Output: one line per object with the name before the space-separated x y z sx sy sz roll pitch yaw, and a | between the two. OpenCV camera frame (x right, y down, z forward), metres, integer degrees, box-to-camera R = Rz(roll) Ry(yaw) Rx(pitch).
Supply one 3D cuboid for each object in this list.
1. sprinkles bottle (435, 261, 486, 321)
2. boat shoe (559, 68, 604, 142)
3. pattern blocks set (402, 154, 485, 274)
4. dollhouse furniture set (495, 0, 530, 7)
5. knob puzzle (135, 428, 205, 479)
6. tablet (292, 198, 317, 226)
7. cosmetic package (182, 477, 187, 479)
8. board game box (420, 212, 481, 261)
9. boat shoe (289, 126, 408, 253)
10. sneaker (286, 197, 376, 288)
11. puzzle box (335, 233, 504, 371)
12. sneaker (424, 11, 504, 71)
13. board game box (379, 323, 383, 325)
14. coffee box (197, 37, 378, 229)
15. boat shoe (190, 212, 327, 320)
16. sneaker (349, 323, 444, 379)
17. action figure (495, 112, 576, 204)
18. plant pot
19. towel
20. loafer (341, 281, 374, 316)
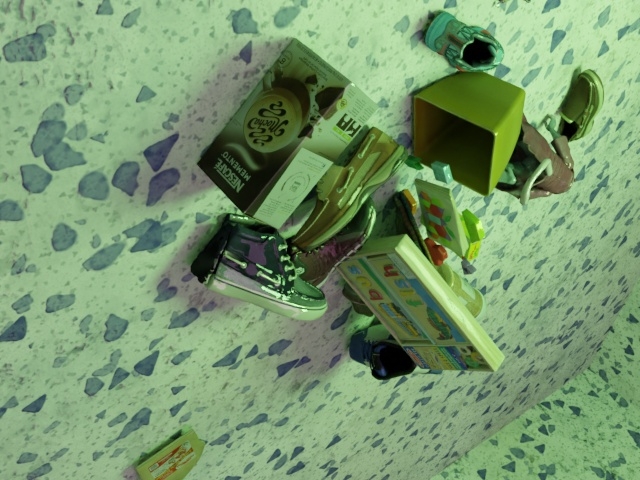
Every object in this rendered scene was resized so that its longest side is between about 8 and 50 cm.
sprinkles bottle | 0.405 0.164 2.408 0.121 0.121 0.355 -48 147 5
boat shoe | 0.721 -0.363 2.199 0.095 0.095 0.257 -31 146 -11
pattern blocks set | 0.286 -0.055 1.886 0.026 0.285 0.324 -33 112 -19
dollhouse furniture set | 0.380 -0.551 1.678 0.114 0.091 0.081 18 157 -32
knob puzzle | -0.390 0.581 2.065 0.213 0.030 0.213 -30 144 -24
tablet | -0.028 -0.065 1.767 0.083 0.006 0.054 -26 143 -27
cosmetic package | -0.426 0.761 2.113 0.151 0.151 0.183 3 125 -49
board game box | 0.340 -0.033 2.053 0.043 0.181 0.092 -29 145 -24
boat shoe | 0.045 -0.114 1.698 0.324 0.120 0.122 -46 -174 -11
sneaker | 0.000 0.000 1.785 0.163 0.106 0.281 18 113 -52
puzzle box | 0.223 0.160 1.885 0.409 0.272 0.052 49 61 -18
sneaker | 0.330 -0.397 1.684 0.262 0.125 0.104 1 126 -49
board game box | 0.209 0.269 2.344 0.124 0.039 0.259 1 137 -49
coffee box | -0.063 -0.191 1.435 0.297 0.168 0.119 -51 147 8
boat shoe | -0.093 0.057 1.669 0.341 0.127 0.158 19 109 -38
sneaker | 0.176 0.305 2.163 0.182 0.316 0.127 1 92 -43
action figure | 0.597 -0.206 2.090 0.370 0.276 0.248 18 107 -40
plant pot | 0.353 -0.268 1.803 0.187 0.212 0.212 -46 151 -25
towel | 0.241 0.088 2.016 0.040 0.271 0.370 -16 142 -4
loafer | 0.129 0.169 2.125 0.087 0.094 0.251 -55 147 8
